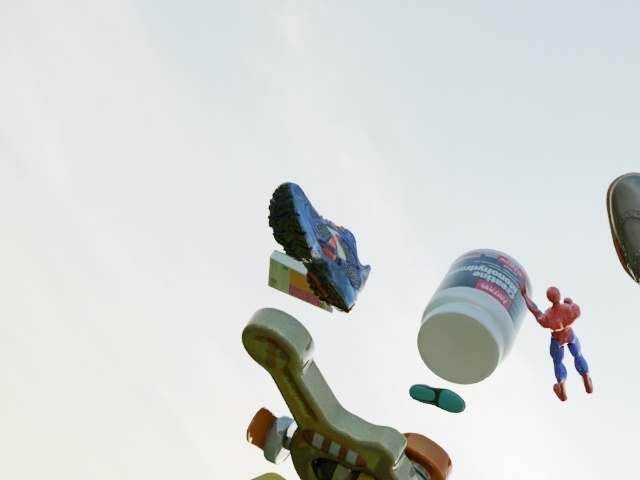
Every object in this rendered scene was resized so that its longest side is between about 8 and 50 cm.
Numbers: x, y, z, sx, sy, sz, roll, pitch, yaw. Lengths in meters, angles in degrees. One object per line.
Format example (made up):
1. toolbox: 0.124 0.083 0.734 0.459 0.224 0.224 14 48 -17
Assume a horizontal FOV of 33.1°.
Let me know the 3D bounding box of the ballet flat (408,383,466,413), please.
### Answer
1. ballet flat: 0.218 0.287 1.963 0.114 0.041 0.041 14 -39 29

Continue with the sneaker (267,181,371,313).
1. sneaker: 0.000 0.000 1.529 0.083 0.087 0.221 10 -41 46

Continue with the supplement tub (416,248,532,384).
1. supplement tub: 0.316 0.152 2.195 0.191 0.272 0.191 10 -61 19

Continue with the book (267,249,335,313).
1. book: -0.033 0.083 2.092 0.144 0.035 0.096 23 -38 12

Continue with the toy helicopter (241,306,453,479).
1. toy helicopter: -0.008 0.217 1.295 0.235 0.140 0.355 2 -49 39

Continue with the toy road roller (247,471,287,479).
1. toy road roller: -0.141 0.645 2.176 0.240 0.329 0.203 34 -61 29

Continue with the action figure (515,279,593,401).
1. action figure: 0.448 0.165 2.040 0.139 0.091 0.280 -106 176 -47

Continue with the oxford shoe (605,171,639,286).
1. oxford shoe: 0.532 0.046 1.595 0.364 0.130 0.133 66 9 20
